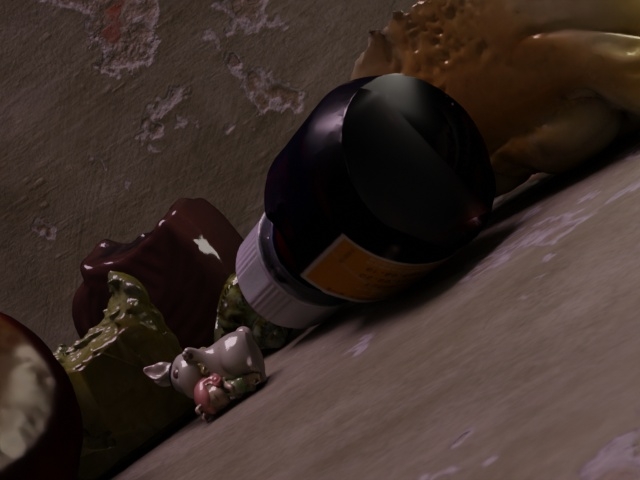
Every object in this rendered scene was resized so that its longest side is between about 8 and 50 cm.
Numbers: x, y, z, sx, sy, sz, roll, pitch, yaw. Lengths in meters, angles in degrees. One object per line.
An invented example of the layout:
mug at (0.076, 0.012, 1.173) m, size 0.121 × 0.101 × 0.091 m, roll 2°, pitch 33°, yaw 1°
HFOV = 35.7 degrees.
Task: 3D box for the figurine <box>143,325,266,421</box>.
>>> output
figurine at (-0.146, 0.168, 1.228) m, size 0.146 × 0.081 × 0.098 m, roll -23°, pitch 30°, yaw 5°

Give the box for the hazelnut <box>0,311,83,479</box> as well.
hazelnut at (-0.455, 0.249, 1.055) m, size 0.359 × 0.359 × 0.409 m, roll -31°, pitch 1°, yaw 33°

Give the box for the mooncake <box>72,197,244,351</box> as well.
mooncake at (-0.267, 0.088, 1.728) m, size 0.325 × 0.334 × 0.174 m, roll 10°, pitch 21°, yaw 16°

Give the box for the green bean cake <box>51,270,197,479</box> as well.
green bean cake at (-0.294, 0.184, 1.321) m, size 0.236 × 0.233 × 0.124 m, roll -35°, pitch 10°, yaw -14°

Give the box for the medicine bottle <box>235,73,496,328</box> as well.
medicine bottle at (0.025, -0.030, 1.252) m, size 0.242 × 0.242 × 0.395 m, roll -36°, pitch 0°, yaw -33°

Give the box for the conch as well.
conch at (-0.095, 0.106, 1.490) m, size 0.187 × 0.124 × 0.181 m, roll -62°, pitch 3°, yaw 24°

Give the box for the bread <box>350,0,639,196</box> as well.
bread at (0.236, -0.197, 1.262) m, size 0.329 × 0.245 × 0.424 m, roll 23°, pitch -32°, yaw -39°
